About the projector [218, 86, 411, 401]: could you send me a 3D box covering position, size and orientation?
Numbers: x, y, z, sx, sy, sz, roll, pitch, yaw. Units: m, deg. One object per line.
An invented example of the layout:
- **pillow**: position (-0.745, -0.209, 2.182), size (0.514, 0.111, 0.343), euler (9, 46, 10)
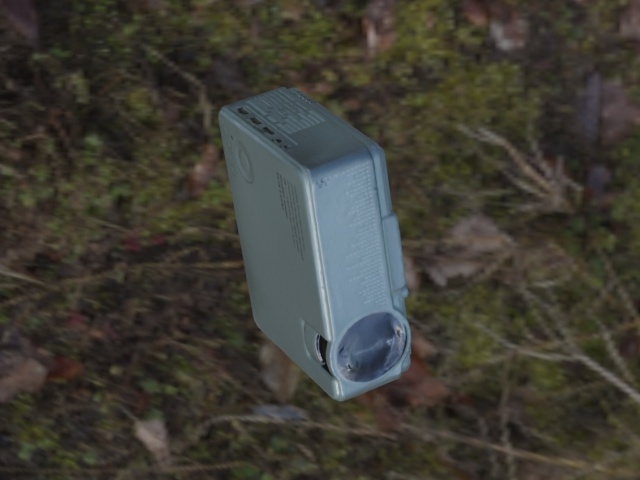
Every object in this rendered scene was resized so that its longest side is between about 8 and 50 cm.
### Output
- **projector**: position (0.000, 0.000, 1.631), size (0.099, 0.192, 0.256), euler (-20, 121, -20)
